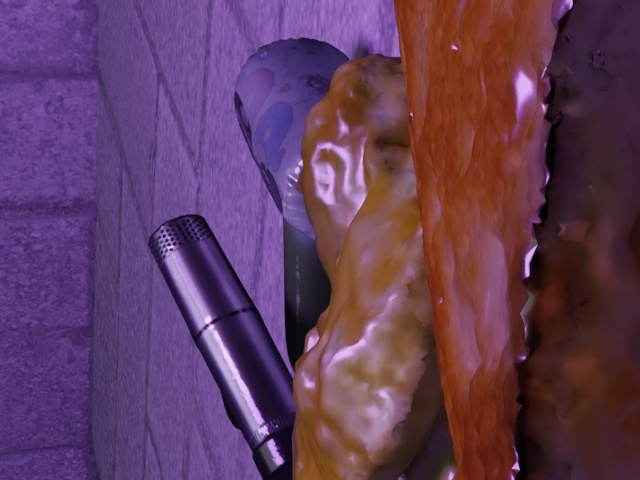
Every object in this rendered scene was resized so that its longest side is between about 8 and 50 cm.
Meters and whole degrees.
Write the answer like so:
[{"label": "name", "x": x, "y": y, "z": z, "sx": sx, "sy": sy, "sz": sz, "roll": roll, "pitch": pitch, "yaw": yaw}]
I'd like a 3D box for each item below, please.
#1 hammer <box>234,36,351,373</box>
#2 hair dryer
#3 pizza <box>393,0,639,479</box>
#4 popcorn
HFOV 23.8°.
[{"label": "hammer", "x": 0.000, "y": 0.000, "z": 1.338, "sx": 0.206, "sy": 0.119, "sz": 0.335, "roll": -113, "pitch": 18, "yaw": -51}, {"label": "hair dryer", "x": -0.030, "y": 0.155, "z": 1.397, "sx": 0.320, "sy": 0.156, "sz": 0.284, "roll": 61, "pitch": -174, "yaw": 33}, {"label": "pizza", "x": 0.100, "y": -0.094, "z": 0.448, "sx": 0.406, "sy": 0.130, "sz": 0.440, "roll": 98, "pitch": 171, "yaw": -48}, {"label": "popcorn", "x": 0.098, "y": 0.030, "z": 0.762, "sx": 0.276, "sy": 0.226, "sz": 0.276, "roll": -176, "pitch": 90, "yaw": -86}]
